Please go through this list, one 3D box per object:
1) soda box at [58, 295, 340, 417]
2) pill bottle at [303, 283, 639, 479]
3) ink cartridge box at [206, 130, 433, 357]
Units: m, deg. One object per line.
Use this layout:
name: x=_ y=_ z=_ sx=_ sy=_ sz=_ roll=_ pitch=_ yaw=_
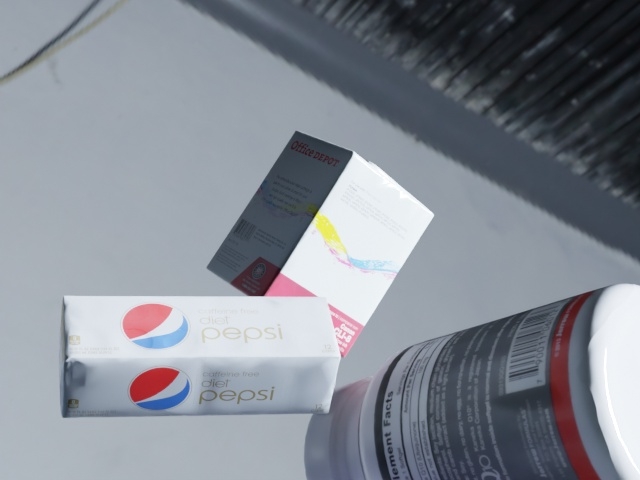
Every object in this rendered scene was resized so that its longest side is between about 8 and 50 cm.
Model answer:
soda box: x=-0.098 y=0.092 z=1.024 sx=0.216 sy=0.069 sz=0.074 roll=0 pitch=39 yaw=-13
pill bottle: x=0.168 y=0.181 z=1.204 sx=0.210 sy=0.363 sz=0.210 roll=19 pitch=61 yaw=-39
ink cartridge box: x=0.000 y=0.000 z=1.307 sx=0.127 sy=0.128 sz=0.176 roll=34 pitch=87 yaw=-32
